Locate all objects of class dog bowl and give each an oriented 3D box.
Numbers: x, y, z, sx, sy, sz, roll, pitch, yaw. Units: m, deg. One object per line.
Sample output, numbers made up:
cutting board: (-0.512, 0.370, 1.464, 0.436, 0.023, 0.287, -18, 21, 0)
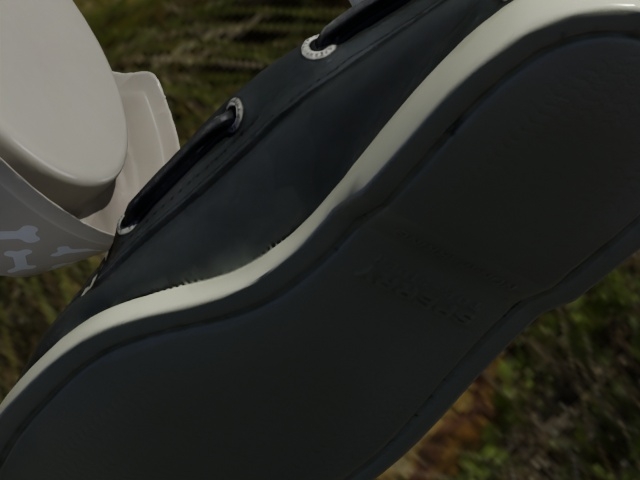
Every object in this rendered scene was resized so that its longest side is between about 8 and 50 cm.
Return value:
dog bowl: (-0.244, -0.129, 1.201, 0.102, 0.349, 0.349, -31, 42, 18)

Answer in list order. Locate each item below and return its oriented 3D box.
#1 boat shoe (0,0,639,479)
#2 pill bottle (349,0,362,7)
boat shoe: (-0.003, -0.002, 0.599, 0.340, 0.127, 0.113, -44, 30, 35)
pill bottle: (0.084, -0.158, 0.987, 0.131, 0.229, 0.131, -7, 70, 20)
